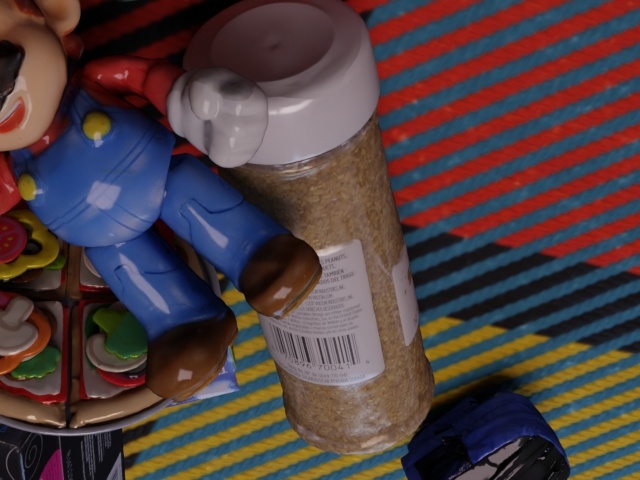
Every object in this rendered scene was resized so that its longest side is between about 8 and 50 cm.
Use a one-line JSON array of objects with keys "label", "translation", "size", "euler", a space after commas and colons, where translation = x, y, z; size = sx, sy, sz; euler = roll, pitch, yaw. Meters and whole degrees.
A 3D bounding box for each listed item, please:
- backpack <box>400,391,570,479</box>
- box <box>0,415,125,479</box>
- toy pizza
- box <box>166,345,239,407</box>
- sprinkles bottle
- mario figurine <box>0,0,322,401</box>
[{"label": "backpack", "translation": [0.137, 0.179, 1.331], "size": [0.120, 0.101, 0.098], "euler": [-34, 133, 13]}, {"label": "box", "translation": [-0.235, 0.152, 1.147], "size": [0.142, 0.163, 0.247], "euler": [14, 134, 10]}, {"label": "toy pizza", "translation": [-0.164, 0.035, 1.049], "size": [0.201, 0.201, 0.032], "euler": [-2, 145, -12]}, {"label": "box", "translation": [-0.128, 0.052, 1.184], "size": [0.109, 0.042, 0.178], "euler": [-13, 134, -1]}, {"label": "sprinkles bottle", "translation": [0.000, 0.000, 1.114], "size": [0.121, 0.121, 0.355], "euler": [-14, 135, -1]}, {"label": "mario figurine", "translation": [-0.155, -0.044, 0.929], "size": [0.320, 0.170, 0.198], "euler": [44, 69, -12]}]
